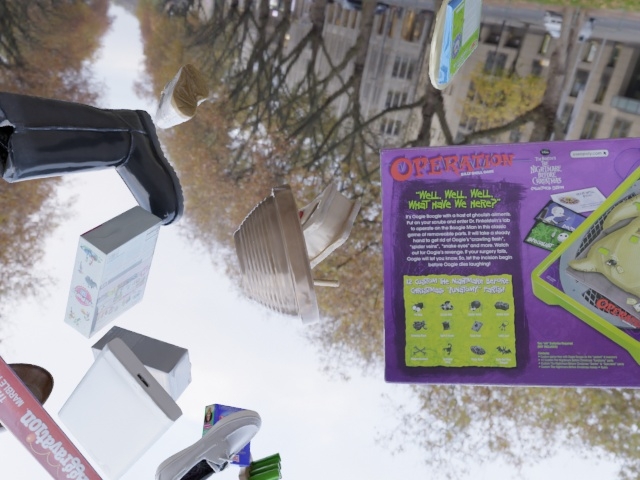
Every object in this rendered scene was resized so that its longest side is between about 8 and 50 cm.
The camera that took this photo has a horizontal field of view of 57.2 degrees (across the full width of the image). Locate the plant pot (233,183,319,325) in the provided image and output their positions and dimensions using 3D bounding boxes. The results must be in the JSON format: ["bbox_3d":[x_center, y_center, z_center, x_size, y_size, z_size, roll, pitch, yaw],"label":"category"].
[{"bbox_3d":[-0.078,0.032,0.974,0.109,0.237,0.237,-12,-156,-4],"label":"plant pot"}]

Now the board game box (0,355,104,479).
[{"bbox_3d":[-0.256,0.071,0.412,0.145,0.281,0.027,15,-134,41],"label":"board game box"}]

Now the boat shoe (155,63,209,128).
[{"bbox_3d":[-0.354,-0.360,1.465,0.096,0.098,0.277,-28,-154,19],"label":"boat shoe"}]

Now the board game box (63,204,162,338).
[{"bbox_3d":[-0.553,0.083,1.568,0.097,0.303,0.224,30,-148,11],"label":"board game box"}]

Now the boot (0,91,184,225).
[{"bbox_3d":[-0.591,-0.191,1.511,0.445,0.146,0.367,-10,-107,-61],"label":"boot"}]

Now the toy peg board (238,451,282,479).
[{"bbox_3d":[-0.108,0.539,1.245,0.079,0.161,0.161,-17,177,-3],"label":"toy peg board"}]

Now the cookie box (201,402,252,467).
[{"bbox_3d":[-0.182,0.379,1.137,0.091,0.040,0.107,24,-126,-35],"label":"cookie box"}]

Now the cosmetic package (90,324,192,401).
[{"bbox_3d":[-0.463,0.324,1.536,0.237,0.127,0.107,14,-144,20],"label":"cosmetic package"}]

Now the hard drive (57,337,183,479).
[{"bbox_3d":[-0.427,0.361,1.224,0.203,0.307,0.040,47,-146,6],"label":"hard drive"}]

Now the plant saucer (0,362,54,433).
[{"bbox_3d":[-0.581,0.290,1.050,0.198,0.036,0.199,1,-158,0],"label":"plant saucer"}]

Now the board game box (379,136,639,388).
[{"bbox_3d":[0.226,0.018,0.499,0.346,0.208,0.056,-1,177,9],"label":"board game box"}]

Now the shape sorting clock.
[{"bbox_3d":[0.227,-0.358,0.986,0.040,0.206,0.206,19,-158,25],"label":"shape sorting clock"}]

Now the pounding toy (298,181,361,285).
[{"bbox_3d":[0.000,0.000,1.282,0.154,0.269,0.154,33,-139,-19],"label":"pounding toy"}]

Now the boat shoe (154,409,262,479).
[{"bbox_3d":[-0.167,0.332,0.902,0.184,0.066,0.063,-26,-148,-14],"label":"boat shoe"}]
